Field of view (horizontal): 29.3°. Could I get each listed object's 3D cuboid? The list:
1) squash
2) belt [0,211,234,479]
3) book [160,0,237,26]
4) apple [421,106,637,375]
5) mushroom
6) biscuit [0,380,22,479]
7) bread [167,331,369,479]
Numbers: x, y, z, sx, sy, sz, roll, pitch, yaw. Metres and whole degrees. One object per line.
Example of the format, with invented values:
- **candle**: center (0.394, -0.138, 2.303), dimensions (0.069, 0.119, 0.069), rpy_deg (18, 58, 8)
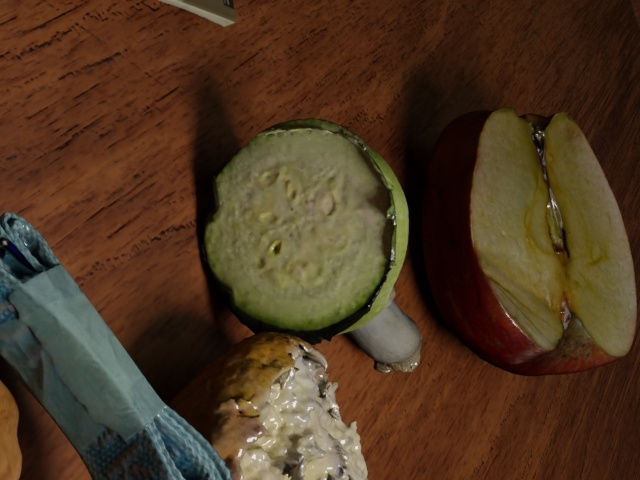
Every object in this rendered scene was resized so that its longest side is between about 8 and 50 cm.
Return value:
- **squash**: center (0.002, -0.007, 1.220), dimensions (0.133, 0.220, 0.220), rpy_deg (2, 77, -58)
- **belt**: center (-0.178, 0.105, 0.915), dimensions (0.302, 0.072, 0.087), rpy_deg (50, 25, 2)
- **book**: center (-0.161, -0.334, 1.191), dimensions (0.310, 0.021, 0.217), rpy_deg (-8, 86, -74)
- **apple**: center (0.282, 0.001, 1.639), dimensions (0.329, 0.295, 0.365), rpy_deg (66, 14, -82)
- **mushroom**: center (0.045, 0.068, 1.400), dimensions (0.099, 0.096, 0.278), rpy_deg (-42, 129, -6)
- **biscuit**: center (-0.289, 0.203, 0.789), dimensions (0.202, 0.047, 0.334), rpy_deg (50, 35, -25)
- **bread**: center (-0.055, 0.219, 1.110), dimensions (0.274, 0.149, 0.274), rpy_deg (39, 46, -56)
